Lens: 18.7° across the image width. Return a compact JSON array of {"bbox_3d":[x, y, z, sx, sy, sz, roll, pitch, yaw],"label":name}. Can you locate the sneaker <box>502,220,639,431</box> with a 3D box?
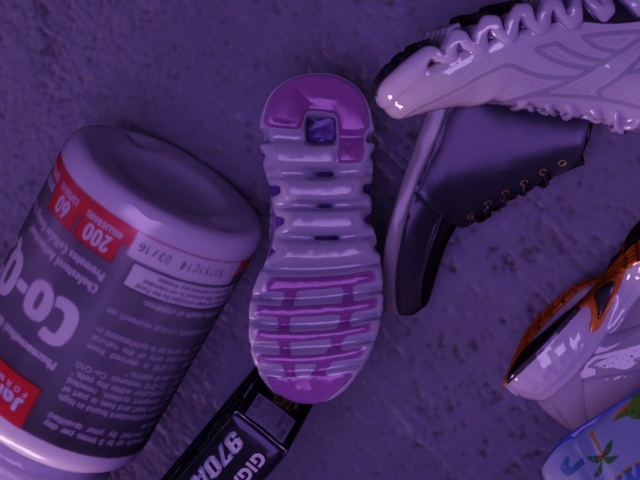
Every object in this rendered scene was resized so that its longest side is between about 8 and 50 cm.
[{"bbox_3d":[0.258,0.049,1.393,0.121,0.099,0.262,42,116,-7],"label":"sneaker"}]

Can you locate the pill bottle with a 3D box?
[{"bbox_3d":[-0.176,0.071,1.456,0.161,0.161,0.283,31,108,4],"label":"pill bottle"}]

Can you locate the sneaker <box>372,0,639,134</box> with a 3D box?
[{"bbox_3d":[0.181,-0.121,1.318,0.292,0.110,0.118,-16,98,-1],"label":"sneaker"}]

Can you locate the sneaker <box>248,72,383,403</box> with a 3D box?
[{"bbox_3d":[0.000,0.000,1.416,0.095,0.104,0.236,2,89,2],"label":"sneaker"}]

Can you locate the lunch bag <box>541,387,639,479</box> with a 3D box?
[{"bbox_3d":[0.284,0.159,1.372,0.219,0.090,0.176,-36,138,18],"label":"lunch bag"}]

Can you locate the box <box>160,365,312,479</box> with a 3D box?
[{"bbox_3d":[-0.091,0.187,1.457,0.051,0.175,0.220,40,108,-2],"label":"box"}]

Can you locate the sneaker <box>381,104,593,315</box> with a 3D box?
[{"bbox_3d":[0.121,-0.035,1.401,0.118,0.083,0.222,19,106,8],"label":"sneaker"}]
